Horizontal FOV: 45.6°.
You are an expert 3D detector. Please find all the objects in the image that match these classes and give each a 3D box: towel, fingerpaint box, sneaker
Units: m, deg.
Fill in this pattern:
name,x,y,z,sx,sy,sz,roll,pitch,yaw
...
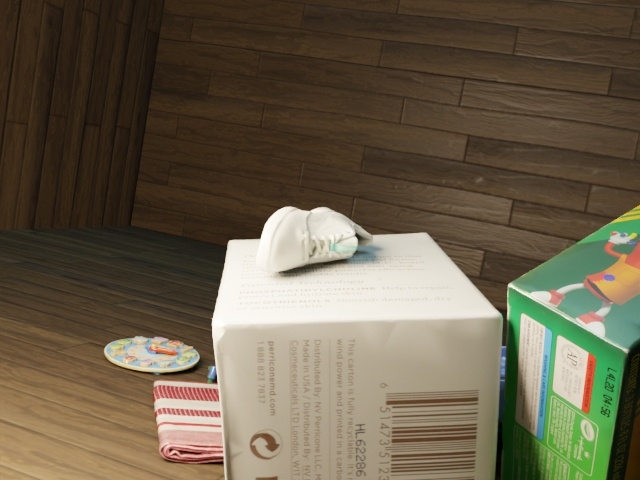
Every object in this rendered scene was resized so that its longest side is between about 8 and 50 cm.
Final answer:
name,x,y,z,sx,sy,sz,roll,pitch,yaw
towel,-0.175,0.318,1.351,0.236,0.037,0.329,8,5,-16
fingerpaint box,0.415,0.188,0.966,0.371,0.445,0.163,-25,37,-27
sneaker,0.000,0.000,1.002,0.094,0.080,0.212,19,20,25

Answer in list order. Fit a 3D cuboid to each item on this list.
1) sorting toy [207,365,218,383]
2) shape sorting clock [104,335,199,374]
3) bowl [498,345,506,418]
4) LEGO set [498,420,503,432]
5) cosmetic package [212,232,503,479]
name,x,y,z,sx,sy,sz,roll,pitch,yaw
sorting toy,-0.208,0.290,1.587,0.061,0.042,0.102,24,-15,-31
shape sorting clock,-0.369,0.247,1.673,0.206,0.041,0.206,10,5,-1
bowl,0.343,0.274,1.501,0.390,0.077,0.391,-1,1,0
LEGO set,0.294,0.356,1.574,0.227,0.087,0.093,0,6,-26
cosmetic package,0.031,0.193,1.047,0.327,0.330,0.394,-2,13,-4
